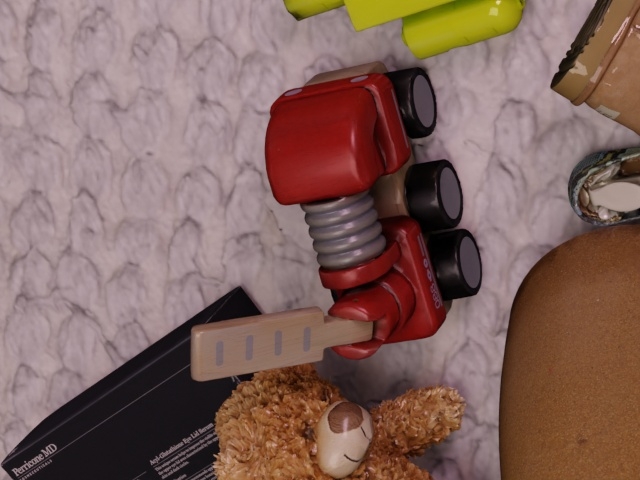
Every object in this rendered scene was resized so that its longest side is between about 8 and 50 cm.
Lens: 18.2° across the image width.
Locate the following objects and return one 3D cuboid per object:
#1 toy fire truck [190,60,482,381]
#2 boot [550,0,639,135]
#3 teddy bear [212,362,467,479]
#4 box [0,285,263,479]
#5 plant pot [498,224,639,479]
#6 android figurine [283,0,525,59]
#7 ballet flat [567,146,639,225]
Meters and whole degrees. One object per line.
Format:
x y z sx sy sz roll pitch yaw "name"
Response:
0.000 0.000 1.544 0.158 0.246 0.217 -9 108 24 "toy fire truck"
0.333 -0.133 1.449 0.269 0.089 0.236 30 97 -6 "boot"
0.058 0.233 1.628 0.113 0.245 0.338 -6 113 57 "teddy bear"
-0.123 0.188 1.757 0.261 0.103 0.184 -34 100 30 "box"
0.227 0.155 1.495 0.237 0.254 0.237 11 127 15 "plant pot"
0.077 -0.264 1.513 0.273 0.056 0.248 -18 104 27 "android figurine"
0.277 -0.046 1.521 0.188 0.070 0.070 -14 106 26 "ballet flat"
